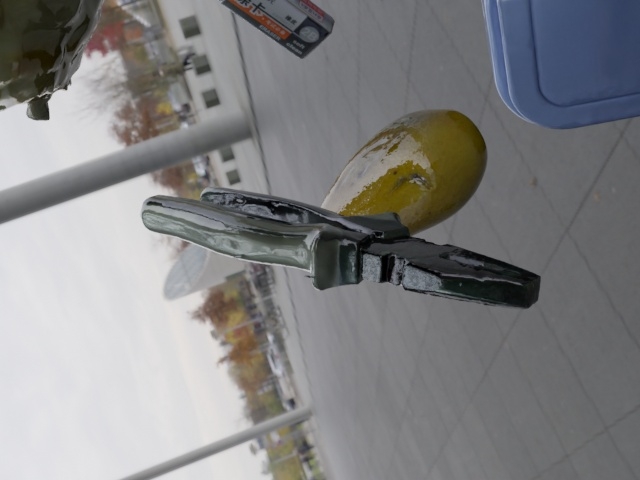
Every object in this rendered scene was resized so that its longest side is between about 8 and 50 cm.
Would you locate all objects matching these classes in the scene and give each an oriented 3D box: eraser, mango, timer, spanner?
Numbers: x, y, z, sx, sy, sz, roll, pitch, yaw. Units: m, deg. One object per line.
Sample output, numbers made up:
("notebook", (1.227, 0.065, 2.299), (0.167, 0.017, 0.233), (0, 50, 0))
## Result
("eraser", (-0.048, -0.236, 0.777), (0.052, 0.122, 0.029), (-34, 36, 43))
("mango", (0.076, -0.055, 0.774), (0.098, 0.195, 0.137), (53, -179, -27))
("timer", (0.368, -0.333, 0.888), (0.173, 0.395, 0.394), (-80, -21, -53))
("spanner", (0.000, 0.000, 0.545), (0.325, 0.096, 0.040), (14, 111, 39))

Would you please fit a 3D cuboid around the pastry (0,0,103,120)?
("pastry", (-0.183, -0.170, 0.352), (0.255, 0.170, 0.237), (-70, -13, 15))
